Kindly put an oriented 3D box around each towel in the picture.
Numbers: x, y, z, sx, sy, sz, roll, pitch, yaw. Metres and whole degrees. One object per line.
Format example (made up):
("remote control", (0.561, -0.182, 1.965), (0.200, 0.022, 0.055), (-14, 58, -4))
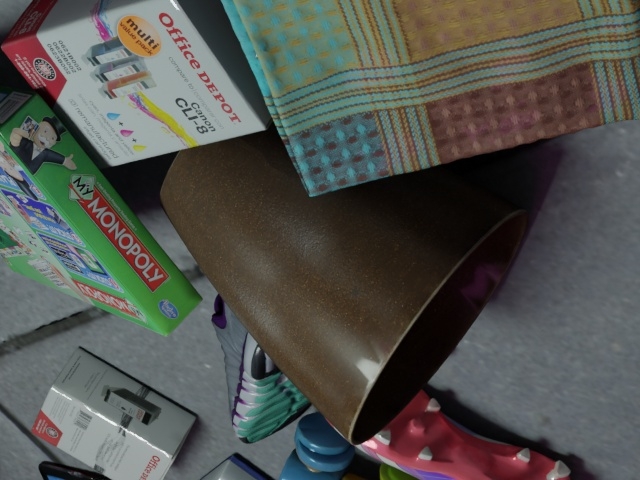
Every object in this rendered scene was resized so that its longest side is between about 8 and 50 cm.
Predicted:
("towel", (0.056, -0.199, 1.268), (0.271, 0.040, 0.370), (-13, 127, 13))

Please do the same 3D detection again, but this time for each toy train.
("toy train", (0.073, 0.256, 1.798), (0.248, 0.105, 0.143), (21, 128, 11))

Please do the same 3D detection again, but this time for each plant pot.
("plant pot", (0.000, 0.000, 1.490), (0.230, 0.215, 0.215), (36, 144, 14))

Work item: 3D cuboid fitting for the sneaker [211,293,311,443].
("sneaker", (-0.054, 0.095, 1.732), (0.098, 0.083, 0.223), (57, 159, 23))

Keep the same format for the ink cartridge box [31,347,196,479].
("ink cartridge box", (-0.199, 0.177, 1.905), (0.135, 0.056, 0.099), (31, 142, -1))

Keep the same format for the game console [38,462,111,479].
("game console", (-0.238, 0.313, 2.062), (0.085, 0.124, 0.144), (-12, 132, 7))

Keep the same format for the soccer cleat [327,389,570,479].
("soccer cleat", (0.100, 0.185, 1.712), (0.248, 0.083, 0.095), (25, 146, 1))

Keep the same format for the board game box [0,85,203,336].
("board game box", (-0.239, -0.038, 1.597), (0.213, 0.046, 0.317), (52, 162, -27))

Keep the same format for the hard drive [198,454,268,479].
("hard drive", (-0.014, 0.354, 1.997), (0.319, 0.040, 0.210), (37, 141, -9))

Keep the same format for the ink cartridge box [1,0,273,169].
("ink cartridge box", (-0.108, -0.149, 1.430), (0.176, 0.127, 0.128), (-11, 126, 39))
